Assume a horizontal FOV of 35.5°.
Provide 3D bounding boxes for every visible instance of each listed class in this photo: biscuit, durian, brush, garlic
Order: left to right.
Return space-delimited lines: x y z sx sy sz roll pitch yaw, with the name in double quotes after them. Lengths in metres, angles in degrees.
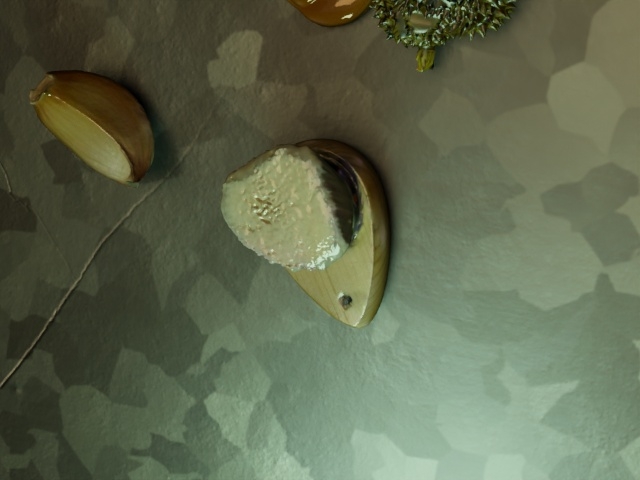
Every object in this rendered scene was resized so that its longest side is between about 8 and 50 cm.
-0.300 -0.159 1.413 0.207 0.128 0.115 42 70 5 "garlic"
0.000 0.000 1.297 0.174 0.166 0.266 -21 95 23 "brush"
0.008 -0.365 1.281 0.170 0.050 0.170 4 102 20 "biscuit"
0.145 -0.314 1.182 0.193 0.138 0.237 11 106 7 "durian"
